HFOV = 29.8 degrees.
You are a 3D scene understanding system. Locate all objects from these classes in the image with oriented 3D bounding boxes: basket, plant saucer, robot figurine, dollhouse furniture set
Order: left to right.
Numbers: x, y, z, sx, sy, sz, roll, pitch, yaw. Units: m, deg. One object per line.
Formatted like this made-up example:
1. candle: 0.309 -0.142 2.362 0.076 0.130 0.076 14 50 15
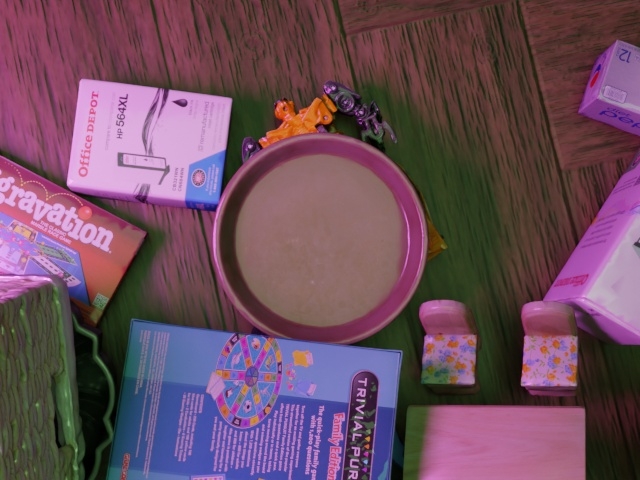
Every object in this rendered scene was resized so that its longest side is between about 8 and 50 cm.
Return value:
1. basket: -0.458 0.215 1.341 0.332 0.266 0.328 -3 96 4
2. plant saucer: 0.000 0.000 1.548 0.278 0.041 0.277 0 90 3
3. robot figurine: 0.027 -0.066 1.613 0.211 0.085 0.291 -35 89 -6
4. dollhouse furniture set: 0.288 0.240 1.414 0.394 0.256 0.362 -2 64 15

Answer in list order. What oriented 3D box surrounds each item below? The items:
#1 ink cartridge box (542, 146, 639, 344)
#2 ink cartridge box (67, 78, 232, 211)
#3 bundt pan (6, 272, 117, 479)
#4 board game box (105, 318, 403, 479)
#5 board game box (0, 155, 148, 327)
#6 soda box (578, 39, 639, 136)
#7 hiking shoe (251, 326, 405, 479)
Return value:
1. ink cartridge box: 0.430 -0.004 1.571 0.117 0.201 0.278 33 84 0
2. ink cartridge box: -0.226 -0.125 1.602 0.203 0.086 0.148 6 85 -4
3. bundt pan: -0.404 0.192 1.526 0.331 0.124 0.330 1 97 6
4. board game box: -0.080 0.245 1.461 0.336 0.079 0.253 7 72 -1
5. board game box: -0.386 -0.013 1.584 0.281 0.027 0.145 27 83 -1
6. soda box: 0.509 -0.174 1.642 0.286 0.098 0.091 20 82 -2
7. hiking shoe: 0.018 0.225 1.595 0.132 0.113 0.304 -28 80 -35
